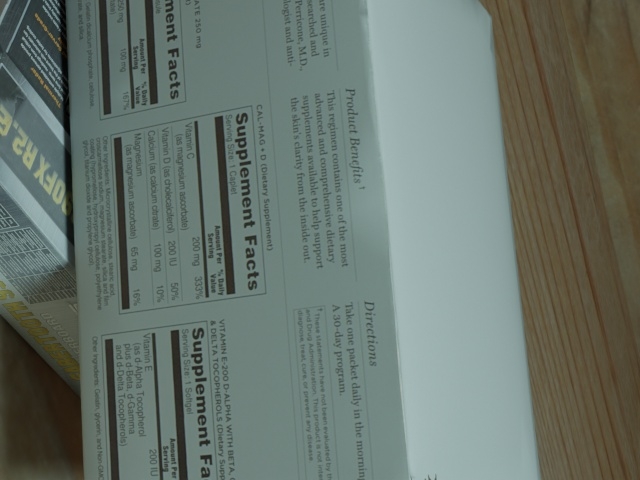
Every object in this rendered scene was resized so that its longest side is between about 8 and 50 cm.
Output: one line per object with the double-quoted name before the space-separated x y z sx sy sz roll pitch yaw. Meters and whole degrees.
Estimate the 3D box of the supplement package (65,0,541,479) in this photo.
"supplement package" 0.000 0.000 0.585 0.204 0.145 0.262 20 64 -65

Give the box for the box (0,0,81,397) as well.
"box" -0.107 -0.038 0.607 0.231 0.056 0.183 58 32 -44
